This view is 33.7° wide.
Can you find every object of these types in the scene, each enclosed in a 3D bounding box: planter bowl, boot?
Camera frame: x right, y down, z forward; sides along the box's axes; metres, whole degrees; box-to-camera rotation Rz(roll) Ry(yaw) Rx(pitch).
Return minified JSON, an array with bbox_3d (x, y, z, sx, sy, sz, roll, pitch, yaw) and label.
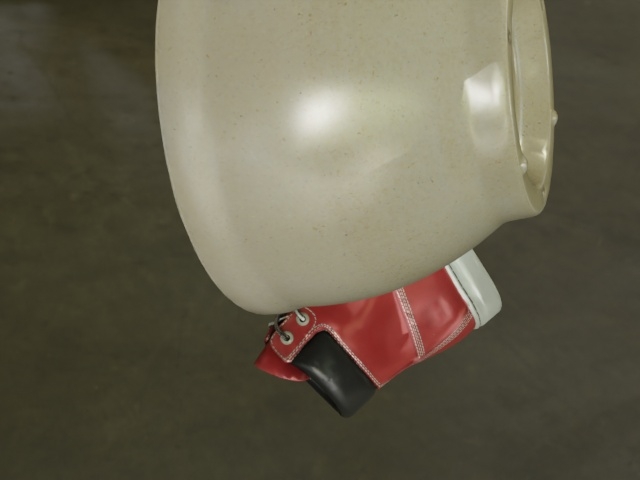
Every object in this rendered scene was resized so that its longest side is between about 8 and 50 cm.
[{"bbox_3d":[0.026,-0.054,0.389,0.109,0.162,0.162,-2,23,21],"label":"planter bowl"},{"bbox_3d":[0.000,0.000,0.766,0.176,0.244,0.088,-33,9,-9],"label":"boot"}]
